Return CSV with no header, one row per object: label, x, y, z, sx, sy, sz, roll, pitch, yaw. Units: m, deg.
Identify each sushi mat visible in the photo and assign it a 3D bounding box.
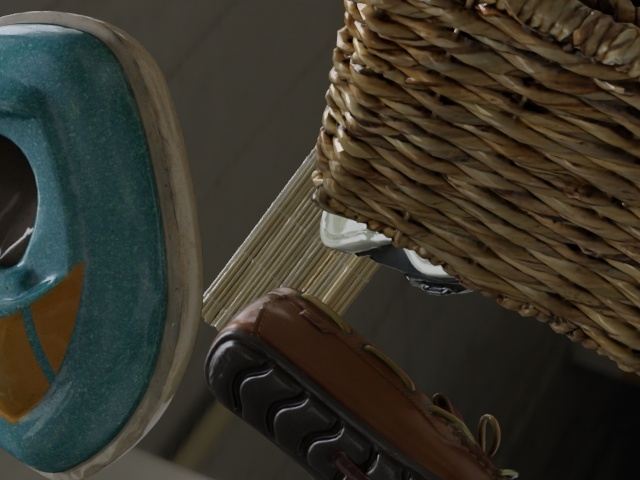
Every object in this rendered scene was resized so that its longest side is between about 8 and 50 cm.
sushi mat,0.000,0.000,1.886,0.316,0.151,0.019,-53,-22,1

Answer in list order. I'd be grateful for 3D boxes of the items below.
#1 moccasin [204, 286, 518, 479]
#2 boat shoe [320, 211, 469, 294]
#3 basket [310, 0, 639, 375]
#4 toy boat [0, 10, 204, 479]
moccasin,0.078,0.183,1.368,0.147,0.380,0.139,-38,-21,-46
boat shoe,0.121,-0.009,1.405,0.113,0.340,0.127,24,-103,-25
basket,0.172,-0.082,0.774,0.213,0.299,0.223,-55,-13,-30
toy boat,-0.217,0.013,0.949,0.148,0.318,0.267,-13,-84,-59
